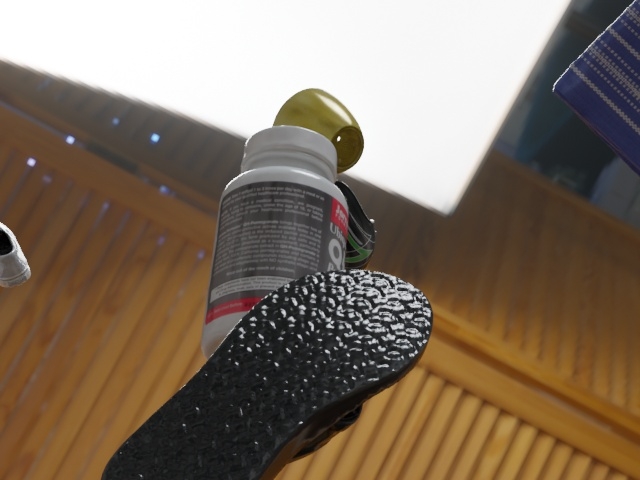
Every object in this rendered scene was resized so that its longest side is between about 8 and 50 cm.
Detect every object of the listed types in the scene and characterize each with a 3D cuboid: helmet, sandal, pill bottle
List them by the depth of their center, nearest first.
[{"bbox_3d":[-0.054,0.171,1.270,0.446,0.167,0.107,-36,-28,-36],"label":"sandal"},{"bbox_3d":[-0.054,0.014,1.615,0.176,0.176,0.318,120,158,-58],"label":"pill bottle"},{"bbox_3d":[0.000,0.000,1.831,0.169,0.161,0.169,-28,24,14],"label":"helmet"}]

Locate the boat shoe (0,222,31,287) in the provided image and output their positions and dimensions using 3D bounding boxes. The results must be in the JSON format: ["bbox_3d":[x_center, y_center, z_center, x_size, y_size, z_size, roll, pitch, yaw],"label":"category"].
[{"bbox_3d":[-0.470,0.002,1.759,0.184,0.066,0.063,-131,26,-51],"label":"boat shoe"}]

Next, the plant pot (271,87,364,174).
[{"bbox_3d":[0.008,-0.147,1.782,0.095,0.134,0.134,28,90,48],"label":"plant pot"}]

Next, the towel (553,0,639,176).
[{"bbox_3d":[0.521,-0.248,1.706,0.336,0.243,0.040,-46,2,20],"label":"towel"}]
